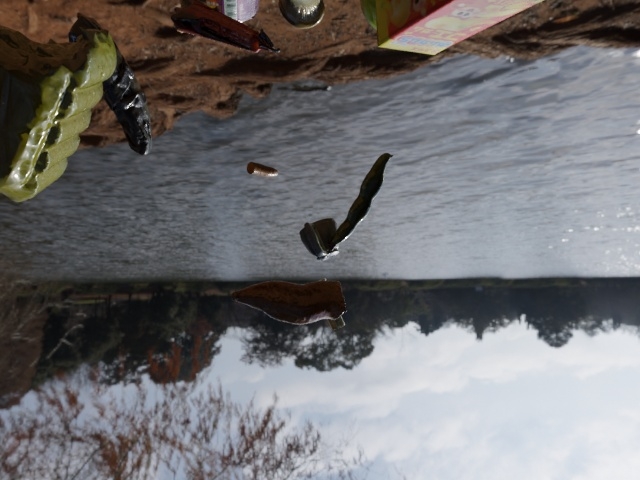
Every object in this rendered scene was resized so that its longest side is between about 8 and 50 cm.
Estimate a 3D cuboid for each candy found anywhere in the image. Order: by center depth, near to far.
[{"bbox_3d":[0.220,-0.393,0.726,0.146,0.088,0.276,-6,-175,-27],"label":"candy"}]

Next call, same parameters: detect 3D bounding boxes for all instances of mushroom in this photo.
[{"bbox_3d":[-0.058,-0.545,0.883,0.122,0.159,0.328,-3,-179,8],"label":"mushroom"}]

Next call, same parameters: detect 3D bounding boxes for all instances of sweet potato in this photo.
[{"bbox_3d":[-0.094,0.183,1.322,0.336,0.131,0.131,0,175,-18],"label":"sweet potato"}]

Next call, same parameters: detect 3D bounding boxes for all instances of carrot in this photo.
[{"bbox_3d":[-0.212,-0.264,1.710,0.048,0.048,0.139,-5,172,43],"label":"carrot"}]

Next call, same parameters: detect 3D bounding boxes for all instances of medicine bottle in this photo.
[{"bbox_3d":[0.033,0.275,1.931,0.074,0.218,0.074,-24,178,-1],"label":"medicine bottle"}]

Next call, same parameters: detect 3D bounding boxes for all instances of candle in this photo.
[{"bbox_3d":[-0.237,-0.523,1.123,0.301,0.084,0.059,25,-161,8],"label":"candle"}]

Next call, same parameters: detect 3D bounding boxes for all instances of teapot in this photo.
[{"bbox_3d":[0.009,-0.003,1.238,0.111,0.108,0.149,-19,167,-13],"label":"teapot"}]

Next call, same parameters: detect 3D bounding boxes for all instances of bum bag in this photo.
[{"bbox_3d":[-0.481,-0.368,1.076,0.095,0.144,0.340,-13,133,5],"label":"bum bag"}]

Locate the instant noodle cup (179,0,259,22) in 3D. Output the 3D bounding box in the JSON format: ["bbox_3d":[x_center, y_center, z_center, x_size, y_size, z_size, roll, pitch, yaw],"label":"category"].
[{"bbox_3d":[-0.312,-0.841,1.356,0.339,0.340,0.266,0,143,-6],"label":"instant noodle cup"}]

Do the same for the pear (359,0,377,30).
[{"bbox_3d":[0.172,-0.614,1.084,0.187,0.220,0.187,-33,-160,14],"label":"pear"}]

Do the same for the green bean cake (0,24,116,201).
[{"bbox_3d":[-0.375,-0.182,0.479,0.236,0.233,0.124,28,-164,-21],"label":"green bean cake"}]

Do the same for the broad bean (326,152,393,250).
[{"bbox_3d":[0.108,-0.095,1.171,0.060,0.298,0.043,22,-168,-34],"label":"broad bean"}]

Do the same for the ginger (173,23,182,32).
[{"bbox_3d":[-0.475,-0.844,1.671,0.165,0.067,0.096,-41,157,-15],"label":"ginger"}]
